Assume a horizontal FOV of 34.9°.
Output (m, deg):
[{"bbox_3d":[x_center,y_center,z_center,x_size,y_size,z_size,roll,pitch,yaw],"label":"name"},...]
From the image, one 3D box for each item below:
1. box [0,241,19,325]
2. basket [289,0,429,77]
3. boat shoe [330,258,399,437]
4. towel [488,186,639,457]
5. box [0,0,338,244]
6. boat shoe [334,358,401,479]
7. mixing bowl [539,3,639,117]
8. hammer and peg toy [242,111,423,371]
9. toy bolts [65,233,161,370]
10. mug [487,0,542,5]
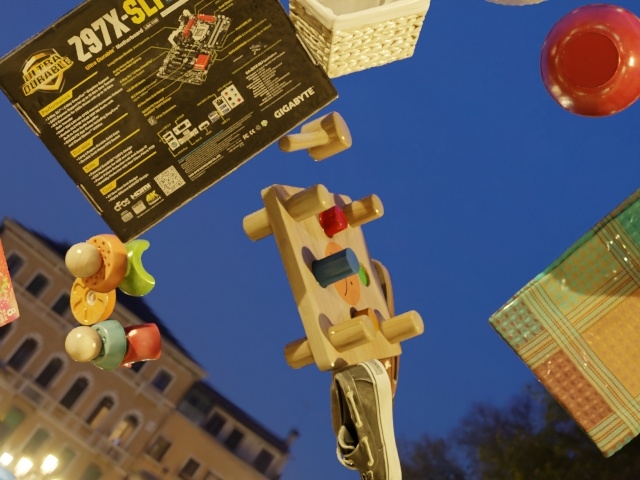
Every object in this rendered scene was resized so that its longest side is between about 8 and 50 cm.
[{"bbox_3d":[-0.461,-0.011,1.194,0.128,0.123,0.256,17,-57,42],"label":"box"},{"bbox_3d":[0.049,-0.300,1.390,0.113,0.167,0.103,47,-35,36],"label":"basket"},{"bbox_3d":[0.074,0.182,1.683,0.111,0.307,0.104,6,0,28],"label":"boat shoe"},{"bbox_3d":[0.469,0.096,1.486,0.271,0.370,0.040,50,-2,14],"label":"towel"},{"bbox_3d":[-0.178,-0.188,1.196,0.257,0.322,0.079,55,-1,-20],"label":"box"},{"bbox_3d":[0.053,0.258,1.318,0.078,0.070,0.219,33,-45,59],"label":"boat shoe"},{"bbox_3d":[0.428,-0.283,1.601,0.181,0.181,0.098,29,18,15],"label":"mixing bowl"},{"bbox_3d":[0.000,0.000,1.415,0.127,0.361,0.266,-23,-10,23],"label":"hammer and peg toy"},{"bbox_3d":[-0.396,0.120,1.758,0.218,0.228,0.159,-26,-21,32],"label":"toy bolts"},{"bbox_3d":[0.239,-0.497,1.445,0.374,0.276,0.328,33,9,3],"label":"mug"}]
